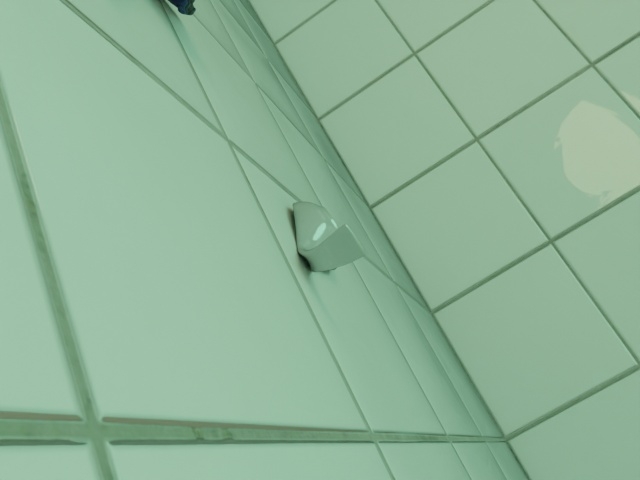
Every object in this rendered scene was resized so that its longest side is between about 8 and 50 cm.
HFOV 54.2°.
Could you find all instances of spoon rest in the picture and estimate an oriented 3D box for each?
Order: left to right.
[{"bbox_3d":[0.000,0.000,1.034,0.137,0.084,0.276,57,-3,-10],"label":"spoon rest"}]

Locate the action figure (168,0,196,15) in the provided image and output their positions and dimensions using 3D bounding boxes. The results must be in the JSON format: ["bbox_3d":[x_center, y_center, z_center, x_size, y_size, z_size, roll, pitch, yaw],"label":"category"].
[{"bbox_3d":[-0.255,-0.576,1.062,0.330,0.178,0.341,41,-16,2],"label":"action figure"}]
